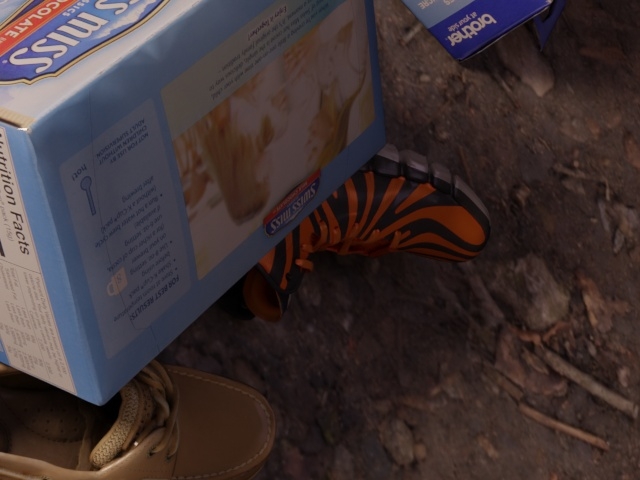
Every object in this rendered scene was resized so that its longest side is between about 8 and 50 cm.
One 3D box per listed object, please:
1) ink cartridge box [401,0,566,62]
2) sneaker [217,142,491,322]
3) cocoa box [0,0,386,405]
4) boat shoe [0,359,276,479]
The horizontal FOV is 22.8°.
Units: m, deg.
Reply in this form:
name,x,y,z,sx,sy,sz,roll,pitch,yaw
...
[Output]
name,x,y,z,sx,sy,sz,roll,pitch,yaw
ink cartridge box,0.145,-0.381,1.656,0.395,0.151,0.270,44,47,-15
sneaker,0.000,0.000,1.373,0.321,0.124,0.180,20,61,-22
cocoa box,-0.142,-0.099,1.108,0.347,0.228,0.231,-43,140,-37
boat shoe,-0.153,0.141,1.151,0.341,0.110,0.122,1,69,-42
